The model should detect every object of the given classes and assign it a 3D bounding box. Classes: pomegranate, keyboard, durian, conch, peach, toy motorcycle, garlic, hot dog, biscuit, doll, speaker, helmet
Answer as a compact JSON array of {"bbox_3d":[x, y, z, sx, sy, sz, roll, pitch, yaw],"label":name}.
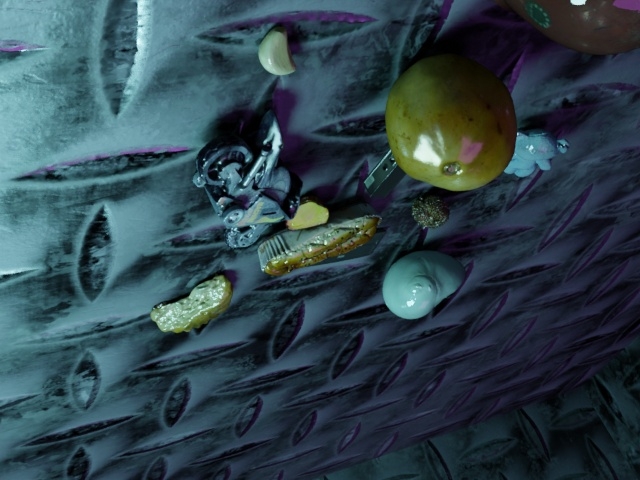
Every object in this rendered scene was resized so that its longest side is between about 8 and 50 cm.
[{"bbox_3d":[0.214,-0.195,1.429,0.233,0.233,0.233,-20,151,-12],"label":"pomegranate"},{"bbox_3d":[0.060,0.019,1.875,0.381,0.041,0.103,-3,145,-26],"label":"keyboard"},{"bbox_3d":[0.234,-0.063,1.833,0.080,0.080,0.091,-33,141,13],"label":"durian"},{"bbox_3d":[0.242,0.091,2.007,0.221,0.185,0.121,-51,142,-46],"label":"conch"},{"bbox_3d":[-0.028,-0.051,1.655,0.077,0.050,0.083,28,114,-31],"label":"peach"},{"bbox_3d":[-0.114,-0.095,1.465,0.173,0.108,0.307,-30,152,-12],"label":"toy motorcycle"},{"bbox_3d":[-0.064,-0.274,1.264,0.053,0.041,0.083,-26,145,-12],"label":"garlic"},{"bbox_3d":[0.000,0.000,1.725,0.268,0.075,0.144,-24,163,-12],"label":"hot dog"},{"bbox_3d":[-0.251,0.141,1.786,0.183,0.061,0.118,-31,153,8],"label":"biscuit"},{"bbox_3d":[0.439,-0.190,1.804,0.120,0.075,0.180,10,168,-4],"label":"doll"},{"bbox_3d":[0.153,-0.158,1.641,0.046,0.040,0.191,2,141,-39],"label":"speaker"},{"bbox_3d":[0.460,-0.415,1.271,0.385,0.230,0.337,-31,151,12],"label":"helmet"}]
